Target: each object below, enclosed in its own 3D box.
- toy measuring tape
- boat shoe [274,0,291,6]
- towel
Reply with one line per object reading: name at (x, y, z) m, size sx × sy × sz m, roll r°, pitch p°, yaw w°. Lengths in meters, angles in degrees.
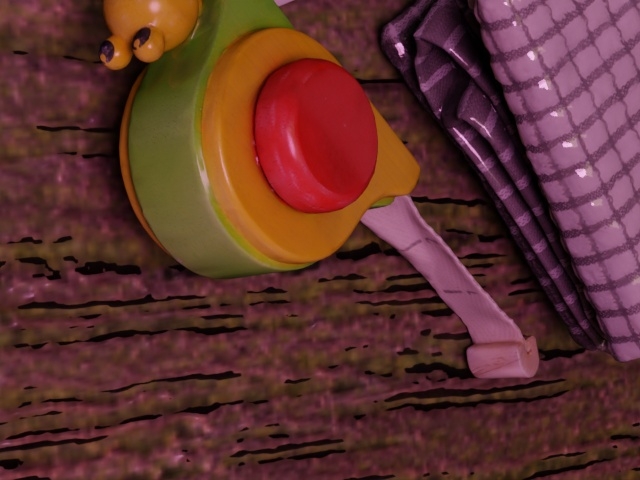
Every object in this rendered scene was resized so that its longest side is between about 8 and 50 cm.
toy measuring tape at (0.000, 0.000, 0.765) m, size 0.121 × 0.121 × 0.330 m, roll -54°, pitch 126°, yaw -19°
boat shoe at (0.029, -0.169, 0.801) m, size 0.226 × 0.083 × 0.076 m, roll -20°, pitch 115°, yaw -19°
towel at (0.187, -0.099, 0.878) m, size 0.283 × 0.121 × 0.235 m, roll -42°, pitch 115°, yaw -26°
